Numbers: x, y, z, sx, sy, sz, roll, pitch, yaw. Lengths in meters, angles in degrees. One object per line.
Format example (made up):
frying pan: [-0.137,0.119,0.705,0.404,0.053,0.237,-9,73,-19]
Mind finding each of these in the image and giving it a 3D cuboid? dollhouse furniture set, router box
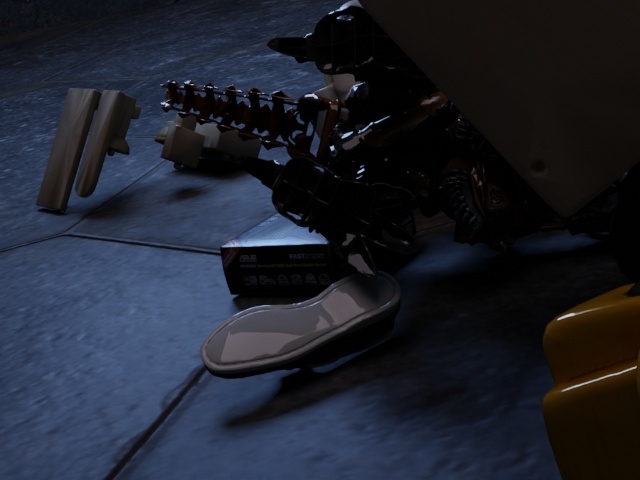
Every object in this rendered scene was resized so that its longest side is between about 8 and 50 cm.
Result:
dollhouse furniture set: [-0.171,-0.068,1.353,0.151,0.123,0.144,19,-5,-36]
router box: [0.000,0.000,0.968,0.092,0.038,0.122,-1,20,32]

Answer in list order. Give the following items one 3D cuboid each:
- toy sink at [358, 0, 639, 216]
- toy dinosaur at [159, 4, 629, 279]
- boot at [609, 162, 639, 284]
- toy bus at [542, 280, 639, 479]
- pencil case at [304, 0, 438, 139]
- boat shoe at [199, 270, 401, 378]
toy sink: [0.142,-0.137,0.718,0.131,0.153,0.234,-43,2,32]
toy dinosaur: [0.049,-0.054,0.887,0.321,0.164,0.218,-9,-5,16]
boot: [0.364,-0.163,0.735,0.367,0.146,0.445,-31,17,41]
toy bus: [0.215,0.045,0.399,0.332,0.108,0.130,-16,4,38]
pencil case: [0.202,-0.133,1.045,0.410,0.160,0.183,-5,7,24]
boat shoe: [-0.010,0.056,0.791,0.125,0.038,0.046,-23,50,-21]
